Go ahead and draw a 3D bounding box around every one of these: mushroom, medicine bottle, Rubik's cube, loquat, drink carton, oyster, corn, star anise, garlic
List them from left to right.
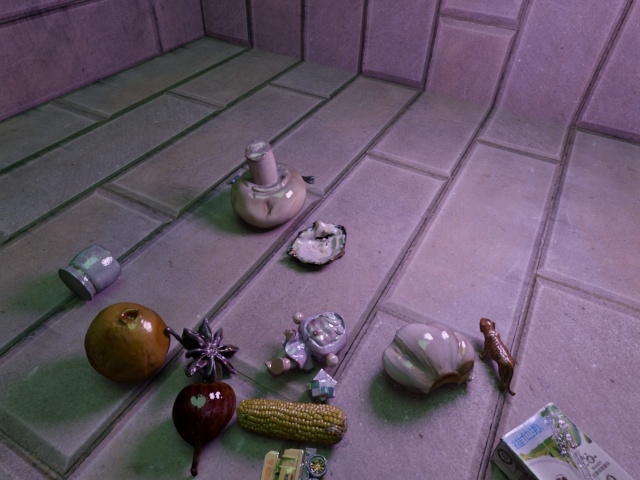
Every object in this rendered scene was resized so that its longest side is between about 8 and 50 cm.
[{"bbox_3d":[-0.765,0.108,1.474,0.147,0.147,0.143,21,49,19],"label":"medicine bottle"},{"bbox_3d":[-0.532,0.282,1.224,0.238,0.238,0.193,4,42,1],"label":"loquat"},{"bbox_3d":[-0.338,0.318,1.269,0.231,0.089,0.209,49,26,2],"label":"star anise"},{"bbox_3d":[-0.205,-0.227,1.735,0.314,0.336,0.314,-2,49,2],"label":"mushroom"},{"bbox_3d":[-0.076,0.470,1.151,0.293,0.106,0.106,3,42,6],"label":"corn"},{"bbox_3d":[-0.001,0.007,1.673,0.198,0.092,0.259,22,55,20],"label":"oyster"},{"bbox_3d":[0.000,0.413,1.231,0.084,0.075,0.073,30,46,25],"label":"Rubik's cube"},{"bbox_3d":[0.304,0.316,1.277,0.281,0.184,0.203,-17,26,-19],"label":"garlic"},{"bbox_3d":[0.596,0.579,1.038,0.194,0.132,0.324,-20,45,-23],"label":"drink carton"}]

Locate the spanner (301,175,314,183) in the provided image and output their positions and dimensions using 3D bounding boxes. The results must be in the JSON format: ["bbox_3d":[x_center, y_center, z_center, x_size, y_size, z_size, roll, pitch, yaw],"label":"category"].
[{"bbox_3d":[-0.142,-0.306,2.055,0.254,0.015,0.054,15,42,13],"label":"spanner"}]

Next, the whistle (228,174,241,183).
[{"bbox_3d":[-0.378,-0.276,2.000,0.083,0.029,0.033,-32,20,-26],"label":"whistle"}]

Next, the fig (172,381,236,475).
[{"bbox_3d":[-0.307,0.444,1.123,0.149,0.148,0.202,33,34,-5],"label":"fig"}]

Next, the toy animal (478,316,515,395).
[{"bbox_3d":[0.523,0.341,1.318,0.057,0.099,0.241,-5,42,-8],"label":"toy animal"}]

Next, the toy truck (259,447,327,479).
[{"bbox_3d":[-0.075,0.603,0.982,0.157,0.124,0.272,7,42,4],"label":"toy truck"}]

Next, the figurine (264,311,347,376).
[{"bbox_3d":[-0.032,0.309,1.307,0.276,0.133,0.200,-28,59,-23],"label":"figurine"}]
